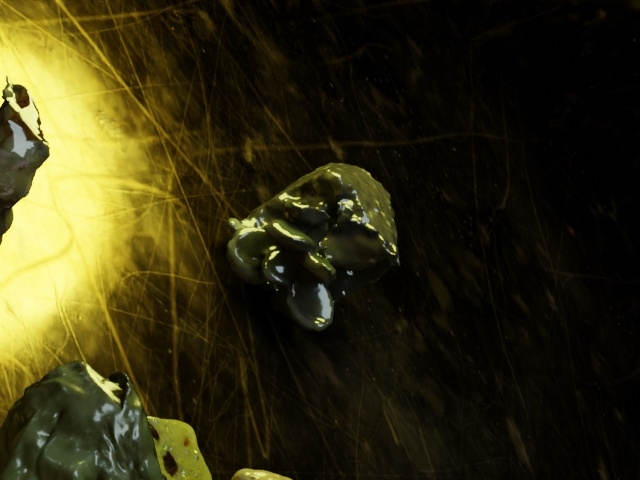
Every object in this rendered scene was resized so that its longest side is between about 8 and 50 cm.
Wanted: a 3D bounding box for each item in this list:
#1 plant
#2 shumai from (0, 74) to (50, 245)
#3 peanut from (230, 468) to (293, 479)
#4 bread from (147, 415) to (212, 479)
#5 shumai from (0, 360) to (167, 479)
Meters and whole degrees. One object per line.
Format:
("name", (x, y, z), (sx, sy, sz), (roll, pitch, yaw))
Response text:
("plant", (0.000, 0.000, 2.496), (0.199, 0.188, 0.276), (56, 24, -6))
("shumai", (-0.377, -0.090, 1.885), (0.206, 0.175, 0.166), (49, 26, -15))
("peanut", (-0.043, 0.367, 2.091), (0.129, 0.129, 0.224), (13, 50, -58))
("bread", (-0.146, 0.361, 1.952), (0.138, 0.077, 0.361), (17, 49, -58))
("shumai", (-0.261, 0.267, 1.768), (0.218, 0.189, 0.256), (-35, 111, -48))
